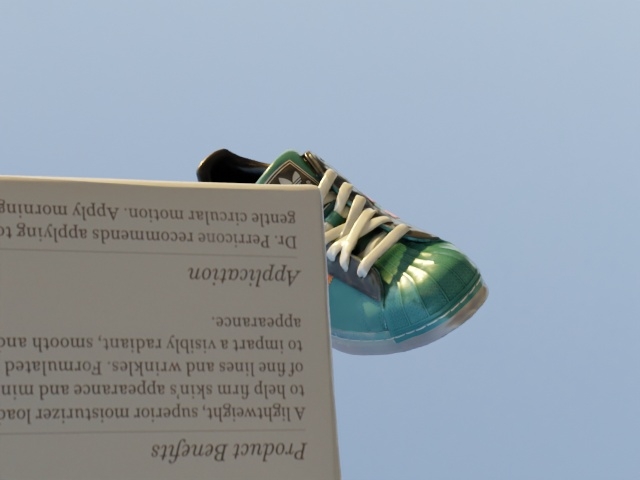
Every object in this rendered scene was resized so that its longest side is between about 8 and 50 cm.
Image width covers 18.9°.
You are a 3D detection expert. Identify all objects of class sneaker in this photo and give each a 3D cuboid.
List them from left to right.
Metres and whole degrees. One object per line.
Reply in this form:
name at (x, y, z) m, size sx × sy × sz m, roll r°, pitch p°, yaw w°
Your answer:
sneaker at (0.000, 0.000, 1.483) m, size 0.108 × 0.302 × 0.121 m, roll -43°, pitch -57°, yaw -23°

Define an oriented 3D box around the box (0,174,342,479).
box at (-0.111, 0.051, 0.649) m, size 0.181 × 0.182 × 0.119 m, roll 2°, pitch -100°, yaw -26°
